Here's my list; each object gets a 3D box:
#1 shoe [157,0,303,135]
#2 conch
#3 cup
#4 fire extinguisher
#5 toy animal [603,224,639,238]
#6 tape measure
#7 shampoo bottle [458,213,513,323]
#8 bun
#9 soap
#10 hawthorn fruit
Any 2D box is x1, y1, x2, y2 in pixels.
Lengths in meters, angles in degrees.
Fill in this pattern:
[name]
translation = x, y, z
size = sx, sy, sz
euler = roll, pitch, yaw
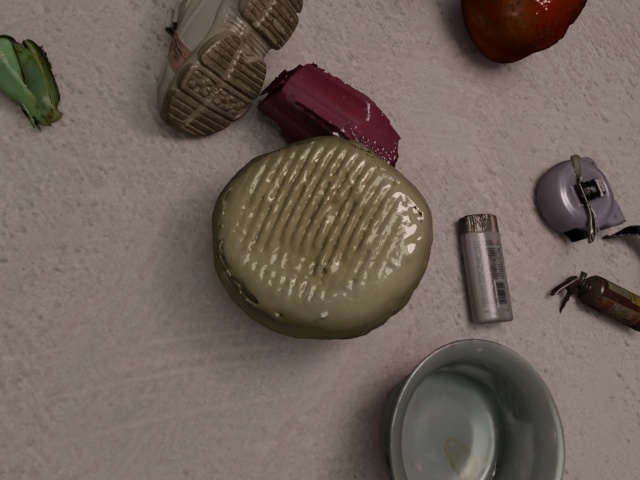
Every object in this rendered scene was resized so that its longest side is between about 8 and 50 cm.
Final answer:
[shoe]
translation = -0.197, -0.366, 1.022
size = 0.198, 0.172, 0.351
euler = 34, 85, 29
[conch]
translation = -0.493, -0.275, 0.932
size = 0.105, 0.079, 0.170
euler = -41, 108, -18
[cup]
translation = 0.245, 0.358, 0.991
size = 0.346, 0.163, 0.348
euler = 5, 74, -19
[fire extinguisher]
translation = 0.632, 0.140, 1.234
size = 0.251, 0.075, 0.106
euler = 25, 70, -13
[toy animal]
translation = 0.828, 0.017, 1.325
size = 0.272, 0.197, 0.161
euler = 1, 93, 24
[tape measure]
translation = 0.594, -0.094, 1.264
size = 0.178, 0.105, 0.196
euler = -26, 88, -23
[shampoo bottle]
translation = 0.347, 0.059, 1.160
size = 0.086, 0.056, 0.228
euler = -2, 77, -19
[bun]
translation = 0.000, 0.000, 0.931
size = 0.359, 0.211, 0.360
euler = -1, 83, 9
[soap]
translation = 0.011, -0.212, 1.037
size = 0.289, 0.182, 0.112
euler = 37, 68, 9
[hawthorn fruit]
translation = 0.445, -0.558, 1.239
size = 0.275, 0.275, 0.300
euler = -24, 87, -24
